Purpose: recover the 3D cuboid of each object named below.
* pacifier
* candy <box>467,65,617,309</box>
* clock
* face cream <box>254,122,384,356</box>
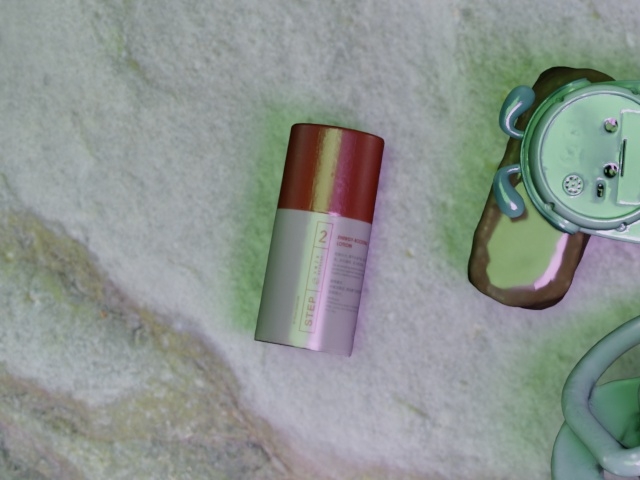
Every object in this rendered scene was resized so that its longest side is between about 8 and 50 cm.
[{"bbox_3d":[0.362,0.195,1.631,0.343,0.269,0.288,-22,42,-13],"label":"pacifier"},{"bbox_3d":[0.215,-0.048,1.753,0.102,0.104,0.234,18,90,11],"label":"candy"},{"bbox_3d":[0.249,-0.072,1.667,0.189,0.060,0.148,3,90,2],"label":"clock"},{"bbox_3d":[0.000,0.000,1.809,0.096,0.096,0.214,8,86,16],"label":"face cream"}]
